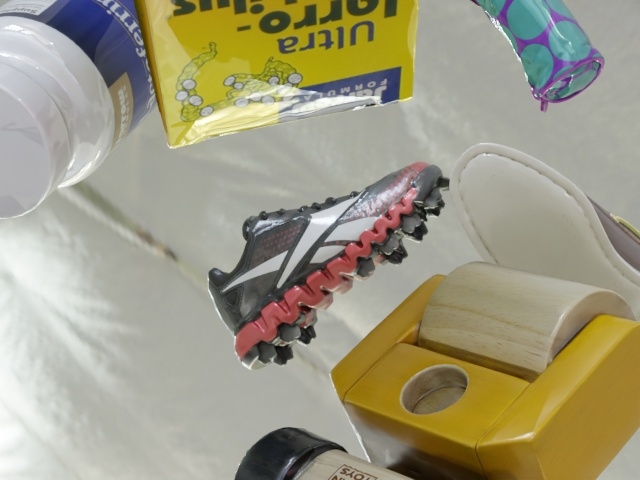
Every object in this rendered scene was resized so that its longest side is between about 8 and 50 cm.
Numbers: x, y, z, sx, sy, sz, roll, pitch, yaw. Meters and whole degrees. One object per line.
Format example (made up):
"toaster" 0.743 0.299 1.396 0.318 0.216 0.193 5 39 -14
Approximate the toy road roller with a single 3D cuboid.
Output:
"toy road roller" 0.115 0.197 1.026 0.202 0.329 0.240 14 -41 47

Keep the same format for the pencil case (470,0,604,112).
"pencil case" 0.176 -0.190 1.159 0.070 0.064 0.151 -38 -108 16

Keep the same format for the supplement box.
"supplement box" -0.064 -0.279 1.027 0.195 0.194 0.356 88 -13 -58

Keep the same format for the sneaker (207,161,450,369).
"sneaker" 0.000 0.000 1.344 0.135 0.276 0.097 50 3 15

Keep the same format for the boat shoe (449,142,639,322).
"boat shoe" 0.260 0.023 1.303 0.324 0.097 0.116 40 -70 2

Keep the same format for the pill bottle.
"pill bottle" -0.222 -0.135 1.141 0.153 0.264 0.153 10 -56 15
